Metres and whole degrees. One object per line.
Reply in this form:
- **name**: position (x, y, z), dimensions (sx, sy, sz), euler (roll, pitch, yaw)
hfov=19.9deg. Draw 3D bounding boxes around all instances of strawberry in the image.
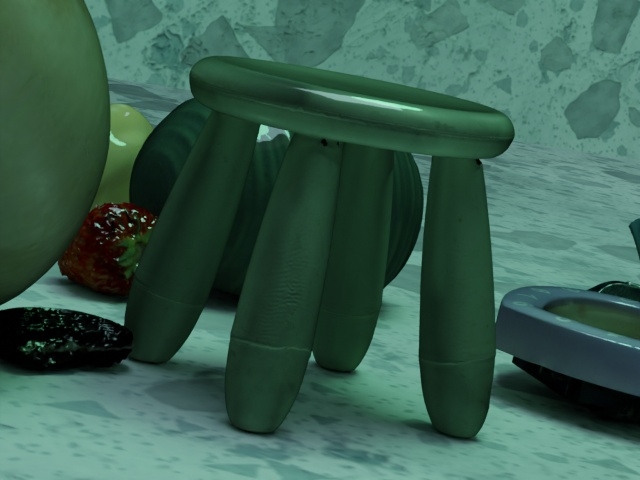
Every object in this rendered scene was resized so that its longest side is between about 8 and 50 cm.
- **strawberry**: position (-0.153, 0.006, 1.302), dimensions (0.083, 0.073, 0.073), euler (1, 0, 40)

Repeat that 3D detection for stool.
- **stool**: position (0.000, 0.000, 1.094), dimensions (0.195, 0.198, 0.195), euler (8, 10, -32)

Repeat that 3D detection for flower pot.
- **flower pot**: position (-0.031, -0.034, 1.402), dimensions (0.243, 0.157, 0.189), euler (1, 14, -40)

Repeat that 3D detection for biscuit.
- **biscuit**: position (-0.155, 0.058, 1.076), dimensions (0.087, 0.027, 0.089), euler (9, 7, 2)

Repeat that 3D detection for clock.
- **clock**: position (0.193, 0.081, 1.230), dimensions (0.172, 0.064, 0.198), euler (8, 9, -20)

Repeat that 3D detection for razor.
- **razor**: position (0.319, 0.061, 1.619), dimensions (0.190, 0.033, 0.066), euler (10, 9, -9)

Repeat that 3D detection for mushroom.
- **mushroom**: position (-0.300, -0.084, 1.024), dimensions (0.362, 0.362, 0.294), euler (15, 52, 28)

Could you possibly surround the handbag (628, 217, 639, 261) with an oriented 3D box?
- **handbag**: position (0.360, 0.026, 1.612), dimensions (0.144, 0.057, 0.221), euler (13, 27, -7)

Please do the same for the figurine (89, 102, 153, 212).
- **figurine**: position (-0.226, -0.064, 1.555), dimensions (0.196, 0.108, 0.114), euler (6, 14, 31)
